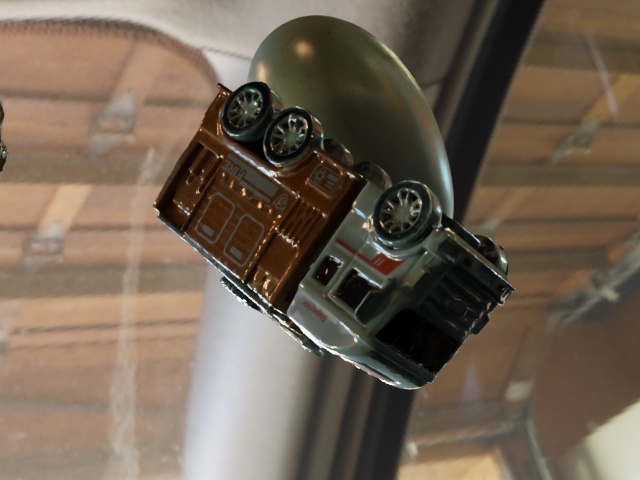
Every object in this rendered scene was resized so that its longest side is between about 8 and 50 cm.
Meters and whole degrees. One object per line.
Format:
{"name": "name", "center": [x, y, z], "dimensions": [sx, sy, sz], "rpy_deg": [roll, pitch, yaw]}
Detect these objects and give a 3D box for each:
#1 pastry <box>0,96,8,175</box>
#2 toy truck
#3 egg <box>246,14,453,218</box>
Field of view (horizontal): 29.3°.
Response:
{"name": "pastry", "center": [-0.297, -0.038, 0.569], "dimensions": [0.255, 0.162, 0.311], "rpy_deg": [43, -52, -12]}
{"name": "toy truck", "center": [0.000, 0.000, 1.005], "dimensions": [0.162, 0.305, 0.136], "rpy_deg": [-55, -42, 1]}
{"name": "egg", "center": [0.043, -0.126, 1.622], "dimensions": [0.230, 0.371, 0.230], "rpy_deg": [-31, -2, -1]}
